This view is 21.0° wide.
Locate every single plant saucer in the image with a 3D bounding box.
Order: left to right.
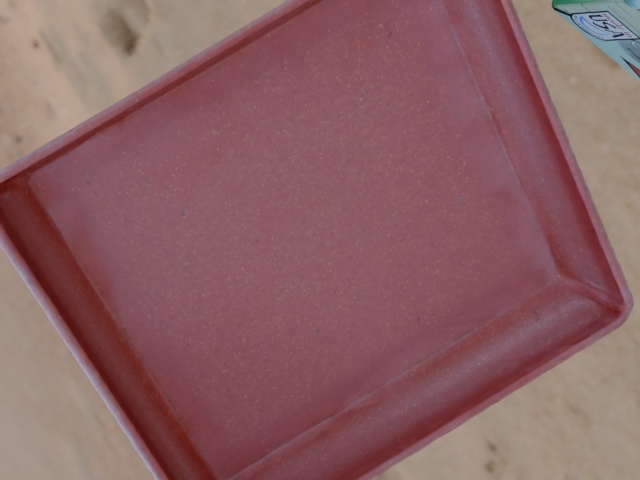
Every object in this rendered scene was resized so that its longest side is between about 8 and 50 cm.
[{"bbox_3d":[0.000,0.000,0.845,0.259,0.258,0.048,62,174,-32],"label":"plant saucer"}]

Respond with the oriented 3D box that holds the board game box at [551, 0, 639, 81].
[{"bbox_3d":[0.277,-0.038,0.743,0.317,0.046,0.213,33,167,-29],"label":"board game box"}]
